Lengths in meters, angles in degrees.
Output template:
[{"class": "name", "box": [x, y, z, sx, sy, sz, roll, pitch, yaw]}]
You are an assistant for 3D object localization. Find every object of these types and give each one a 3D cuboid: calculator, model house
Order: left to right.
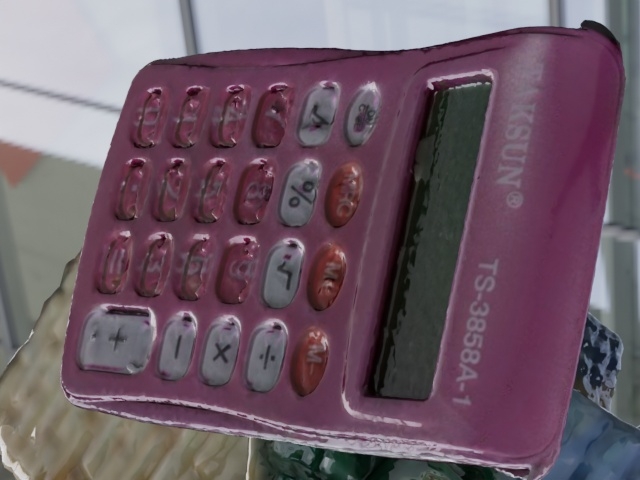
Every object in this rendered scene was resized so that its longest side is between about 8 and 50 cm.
[{"class": "calculator", "box": [0.000, 0.000, 0.461, 0.190, 0.126, 0.034, 2, 166, 40]}, {"class": "model house", "box": [0.054, 0.178, 1.105, 0.395, 0.445, 0.400, -53, -140, 6]}]
